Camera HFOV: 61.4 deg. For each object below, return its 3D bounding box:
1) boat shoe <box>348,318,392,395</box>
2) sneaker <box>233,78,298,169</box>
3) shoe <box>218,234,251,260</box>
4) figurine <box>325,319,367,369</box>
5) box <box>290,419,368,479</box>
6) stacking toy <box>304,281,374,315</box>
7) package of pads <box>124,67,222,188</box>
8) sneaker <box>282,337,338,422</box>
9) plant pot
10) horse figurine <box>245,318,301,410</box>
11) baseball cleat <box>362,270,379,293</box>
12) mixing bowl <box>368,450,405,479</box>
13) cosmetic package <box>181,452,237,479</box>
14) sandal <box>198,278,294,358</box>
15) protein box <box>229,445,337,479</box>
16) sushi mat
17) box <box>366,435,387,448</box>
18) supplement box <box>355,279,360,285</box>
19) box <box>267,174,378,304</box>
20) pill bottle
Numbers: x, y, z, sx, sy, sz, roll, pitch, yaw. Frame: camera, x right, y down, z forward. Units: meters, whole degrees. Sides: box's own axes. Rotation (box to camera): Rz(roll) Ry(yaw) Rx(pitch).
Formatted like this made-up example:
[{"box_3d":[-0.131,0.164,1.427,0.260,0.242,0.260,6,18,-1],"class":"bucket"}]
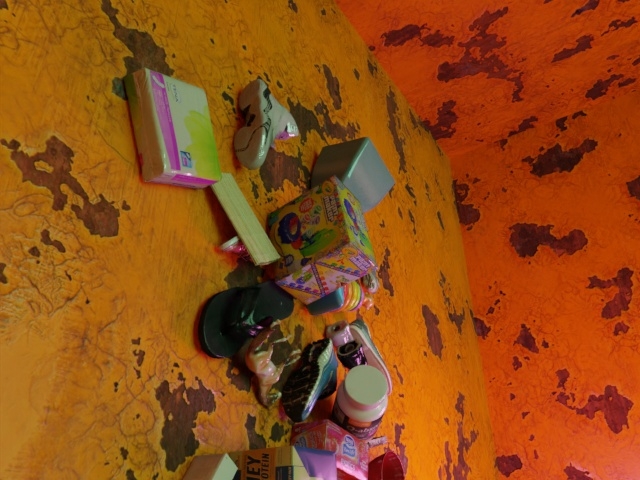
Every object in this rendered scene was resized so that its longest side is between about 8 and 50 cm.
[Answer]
[{"box_3d":[0.195,0.442,2.056,0.320,0.116,0.099,61,34,-10],"class":"boat shoe"},{"box_3d":[-0.174,-0.362,1.836,0.210,0.137,0.366,35,42,-44],"class":"sneaker"},{"box_3d":[-0.230,0.023,1.597,0.081,0.063,0.178,64,24,-3],"class":"shoe"},{"box_3d":[0.112,0.411,1.896,0.209,0.092,0.215,64,-5,-27],"class":"figurine"},{"box_3d":[0.031,0.646,1.634,0.257,0.128,0.123,45,39,-40],"class":"box"},{"box_3d":[0.093,0.193,1.925,0.301,0.165,0.175,20,58,-45],"class":"stacking toy"},{"box_3d":[-0.389,-0.294,1.459,0.229,0.101,0.297,2,73,-60],"class":"package of pads"},{"box_3d":[-0.008,0.450,1.680,0.147,0.129,0.330,61,30,-15],"class":"sneaker"},{"box_3d":[0.105,-0.222,2.157,0.248,0.247,0.252,53,50,-31],"class":"plant pot"},{"box_3d":[-0.140,0.331,1.489,0.174,0.066,0.263,-40,135,-20],"class":"horse figurine"},{"box_3d":[0.209,0.130,2.324,0.109,0.072,0.206,43,42,-64],"class":"baseball cleat"},{"box_3d":[0.213,0.833,1.880,0.181,0.098,0.182,38,44,-47],"class":"mixing bowl"},{"box_3d":[-0.276,0.579,1.164,0.060,0.098,0.239,60,31,-20],"class":"cosmetic package"},{"box_3d":[-0.185,0.193,1.534,0.445,0.107,0.168,-26,97,-61],"class":"sandal"},{"box_3d":[-0.093,0.604,1.362,0.200,0.201,0.136,34,46,-49],"class":"protein box"},{"box_3d":[-0.229,-0.068,1.606,0.317,0.019,0.151,59,19,6],"class":"sushi mat"},{"box_3d":[0.160,0.701,1.867,0.137,0.093,0.027,20,58,-56],"class":"box"},{"box_3d":[0.084,0.142,2.075,0.130,0.073,0.240,-15,86,-61],"class":"supplement box"},{"box_3d":[0.000,0.000,1.733,0.177,0.279,0.290,41,27,-43],"class":"box"},{"box_3d":[0.123,0.521,1.707,0.278,0.162,0.162,97,3,-48],"class":"pill bottle"}]
